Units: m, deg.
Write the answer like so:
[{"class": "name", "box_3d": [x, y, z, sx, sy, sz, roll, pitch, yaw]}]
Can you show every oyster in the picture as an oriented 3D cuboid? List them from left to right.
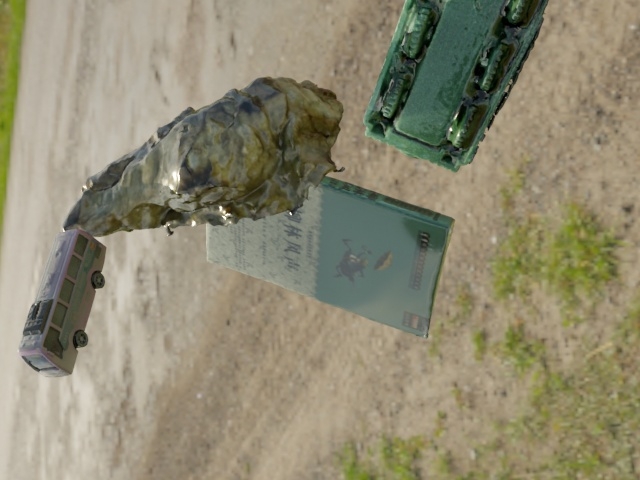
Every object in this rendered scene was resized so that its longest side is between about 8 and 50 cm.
[{"class": "oyster", "box_3d": [-0.132, -0.082, 1.140, 0.133, 0.337, 0.198, 57, -158, -22]}]

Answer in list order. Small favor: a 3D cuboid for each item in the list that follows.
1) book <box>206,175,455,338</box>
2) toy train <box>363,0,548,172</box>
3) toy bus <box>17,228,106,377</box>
[{"class": "book", "box_3d": [0.000, 0.000, 1.495, 0.264, 0.379, 0.031, 93, -159, -49]}, {"class": "toy train", "box_3d": [0.160, -0.239, 1.098, 0.178, 0.138, 0.330, -66, -2, -46]}, {"class": "toy bus", "box_3d": [-0.228, 0.054, 0.904, 0.037, 0.052, 0.131, -9, 55, 30]}]
